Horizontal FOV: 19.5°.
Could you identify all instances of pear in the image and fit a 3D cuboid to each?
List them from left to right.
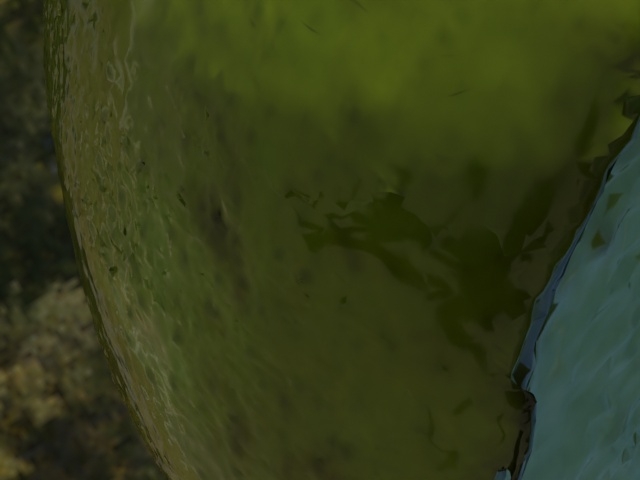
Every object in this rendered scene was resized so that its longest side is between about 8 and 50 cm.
[{"bbox_3d":[-0.001,0.004,0.470,0.239,0.139,0.288,39,-4,31],"label":"pear"}]
